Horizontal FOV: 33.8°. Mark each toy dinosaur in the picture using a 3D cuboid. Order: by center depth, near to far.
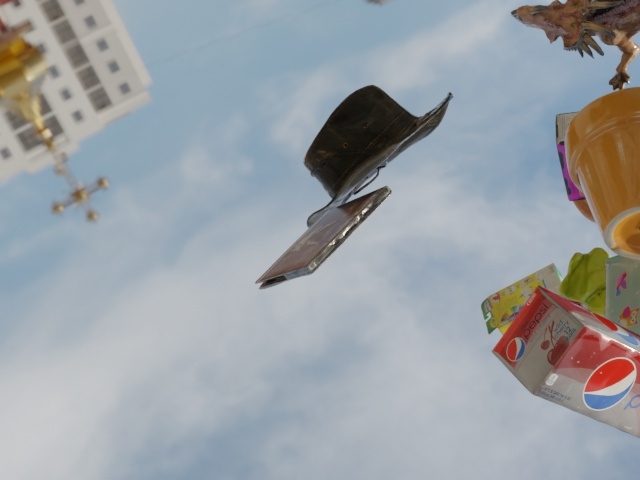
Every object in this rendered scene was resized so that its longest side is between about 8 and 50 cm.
[{"bbox_3d":[0.433,-0.327,1.441,0.296,0.127,0.200,-32,158,21],"label":"toy dinosaur"}]

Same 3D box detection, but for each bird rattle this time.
[{"bbox_3d":[0.523,0.099,1.876,0.207,0.253,0.143,-27,-112,3],"label":"bird rattle"}]

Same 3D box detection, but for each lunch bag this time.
[{"bbox_3d":[0.564,0.156,1.615,0.160,0.262,0.223,-28,-143,45],"label":"lunch bag"}]

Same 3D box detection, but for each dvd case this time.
[{"bbox_3d":[0.000,0.000,1.482,0.164,0.018,0.221,-46,-170,-21],"label":"dvd case"}]

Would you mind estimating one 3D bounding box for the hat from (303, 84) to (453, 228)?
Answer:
[{"bbox_3d":[0.066,-0.171,1.782,0.331,0.134,0.331,-41,175,-4],"label":"hat"}]

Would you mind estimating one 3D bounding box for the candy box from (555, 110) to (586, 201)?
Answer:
[{"bbox_3d":[0.512,-0.148,1.720,0.234,0.159,0.071,-5,-126,18],"label":"candy box"}]

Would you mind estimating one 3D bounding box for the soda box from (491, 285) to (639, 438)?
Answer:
[{"bbox_3d":[0.311,0.141,1.124,0.092,0.263,0.083,-57,-144,12],"label":"soda box"}]

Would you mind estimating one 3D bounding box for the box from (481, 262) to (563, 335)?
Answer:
[{"bbox_3d":[0.421,0.130,2.173,0.179,0.043,0.105,-27,-146,17],"label":"box"}]

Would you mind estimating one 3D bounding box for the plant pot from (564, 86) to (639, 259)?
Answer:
[{"bbox_3d":[0.462,-0.083,1.509,0.205,0.205,0.188,-14,-132,22],"label":"plant pot"}]

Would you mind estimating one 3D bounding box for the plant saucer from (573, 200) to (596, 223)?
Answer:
[{"bbox_3d":[0.572,-0.116,2.200,0.037,0.200,0.200,-21,-157,-17],"label":"plant saucer"}]
